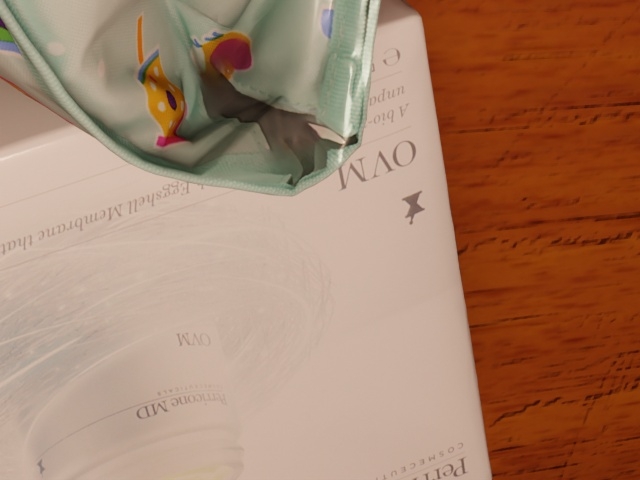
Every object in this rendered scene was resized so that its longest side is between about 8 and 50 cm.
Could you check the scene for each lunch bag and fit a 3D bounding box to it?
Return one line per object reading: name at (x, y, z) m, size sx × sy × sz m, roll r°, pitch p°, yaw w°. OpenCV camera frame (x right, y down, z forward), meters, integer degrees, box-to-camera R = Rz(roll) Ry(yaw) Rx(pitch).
lunch bag at (-0.099, -0.142, 0.507) m, size 0.160 × 0.223 × 0.262 m, roll -46°, pitch 134°, yaw -16°

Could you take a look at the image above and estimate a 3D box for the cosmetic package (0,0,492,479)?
cosmetic package at (-0.068, 0.020, 0.692) m, size 0.224 × 0.138 × 0.225 m, roll -20°, pitch 123°, yaw -13°
